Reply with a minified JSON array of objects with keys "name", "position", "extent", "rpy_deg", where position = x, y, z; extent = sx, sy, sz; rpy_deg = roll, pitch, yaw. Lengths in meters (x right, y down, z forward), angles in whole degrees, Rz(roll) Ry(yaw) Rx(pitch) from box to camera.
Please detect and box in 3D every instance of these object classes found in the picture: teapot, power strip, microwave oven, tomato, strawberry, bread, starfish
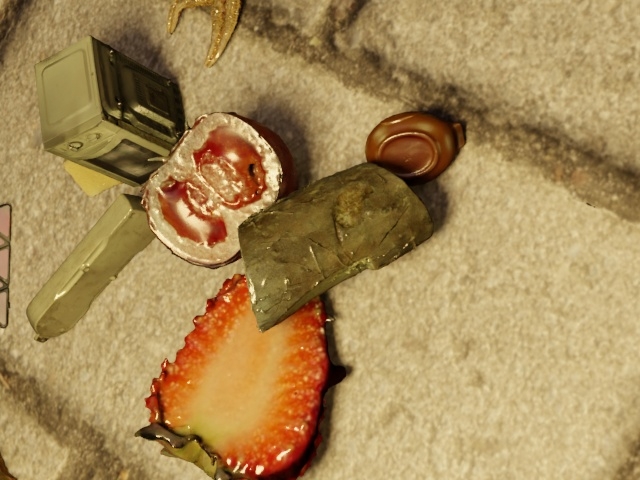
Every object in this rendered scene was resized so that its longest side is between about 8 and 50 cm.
[{"name":"teapot","position":[0.123,-0.124,1.467],"extent":[0.129,0.078,0.098],"rpy_deg":[-13,111,17]},{"name":"power strip","position":[-0.343,0.042,1.688],"extent":[0.286,0.080,0.048],"rpy_deg":[-48,53,13]},{"name":"microwave oven","position":[-0.298,-0.187,1.647],"extent":[0.129,0.205,0.163],"rpy_deg":[-20,68,25]},{"name":"tomato","position":[-0.125,-0.077,1.543],"extent":[0.214,0.155,0.180],"rpy_deg":[-44,84,20]},{"name":"strawberry","position":[-0.079,0.188,1.483],"extent":[0.233,0.137,0.306],"rpy_deg":[24,63,16]},{"name":"bread","position":[-0.352,-0.134,1.776],"extent":[0.084,0.080,0.109],"rpy_deg":[-26,30,22]},{"name":"starfish","position":[-0.168,-0.390,1.720],"extent":[0.138,0.050,0.247],"rpy_deg":[16,83,34]}]

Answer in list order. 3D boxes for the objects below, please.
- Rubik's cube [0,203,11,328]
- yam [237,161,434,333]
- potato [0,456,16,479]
[{"name":"Rubik's cube","position":[-0.592,0.006,1.788],"extent":[0.211,0.178,0.190],"rpy_deg":[17,83,32]},{"name":"yam","position":[0.000,0.000,1.421],"extent":[0.254,0.154,0.154],"rpy_deg":[-31,60,-8]},{"name":"potato","position":[-0.677,0.432,1.644],"extent":[0.442,0.319,0.385],"rpy_deg":[-10,73,25]}]
